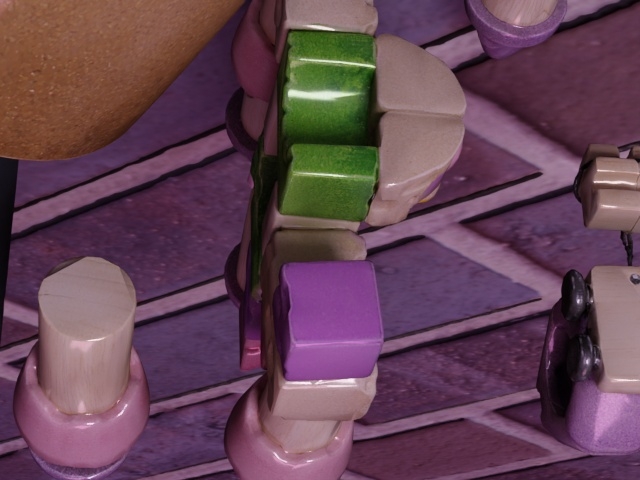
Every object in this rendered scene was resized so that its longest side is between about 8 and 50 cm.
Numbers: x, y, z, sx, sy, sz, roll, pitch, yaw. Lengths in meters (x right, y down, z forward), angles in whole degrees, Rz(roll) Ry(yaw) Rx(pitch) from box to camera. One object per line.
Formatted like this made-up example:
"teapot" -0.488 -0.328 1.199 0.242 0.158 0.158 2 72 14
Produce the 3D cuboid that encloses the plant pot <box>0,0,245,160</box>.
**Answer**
"plant pot" -0.058 -0.191 0.576 0.254 0.237 0.237 -33 141 30

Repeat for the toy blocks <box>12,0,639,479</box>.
"toy blocks" 0.000 0.000 0.898 0.309 0.288 0.260 3 150 -8

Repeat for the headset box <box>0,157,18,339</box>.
"headset box" -0.286 -0.042 0.862 0.283 0.246 0.131 -8 155 24
